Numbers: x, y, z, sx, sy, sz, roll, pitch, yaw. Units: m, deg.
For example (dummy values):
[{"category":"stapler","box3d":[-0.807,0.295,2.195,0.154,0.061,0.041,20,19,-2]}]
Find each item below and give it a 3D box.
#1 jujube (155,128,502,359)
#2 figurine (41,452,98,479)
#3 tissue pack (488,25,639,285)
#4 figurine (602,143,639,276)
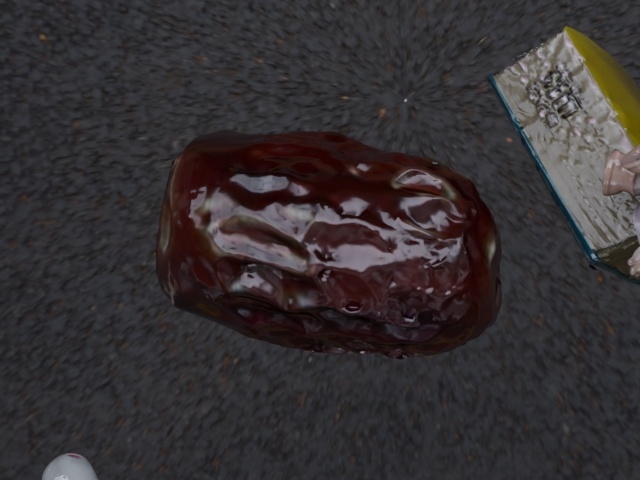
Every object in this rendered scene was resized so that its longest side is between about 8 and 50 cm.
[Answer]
[{"category":"jujube","box3d":[0.000,0.000,1.294,0.377,0.258,0.258,2,97,20]},{"category":"figurine","box3d":[-0.246,0.277,1.218,0.129,0.178,0.109,46,132,25]},{"category":"tissue pack","box3d":[0.332,-0.095,1.445,0.134,0.192,0.270,-35,65,23]},{"category":"figurine","box3d":[0.396,0.006,1.251,0.276,0.200,0.133,44,139,-7]}]
